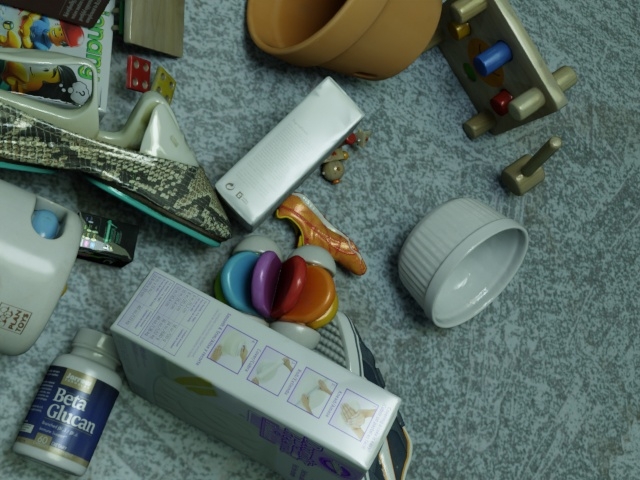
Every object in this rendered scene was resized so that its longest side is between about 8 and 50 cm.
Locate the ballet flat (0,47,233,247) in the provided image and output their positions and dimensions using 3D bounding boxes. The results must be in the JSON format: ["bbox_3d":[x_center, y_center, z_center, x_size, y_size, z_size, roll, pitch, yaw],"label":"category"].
[{"bbox_3d":[-0.304,-0.138,1.071,0.483,0.164,0.182,19,96,-26],"label":"ballet flat"}]

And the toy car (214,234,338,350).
[{"bbox_3d":[-0.064,0.068,1.173,0.182,0.136,0.159,11,71,5],"label":"toy car"}]

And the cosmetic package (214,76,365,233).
[{"bbox_3d":[-0.047,-0.122,1.215,0.231,0.117,0.085,-44,91,-8],"label":"cosmetic package"}]

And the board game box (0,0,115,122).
[{"bbox_3d":[-0.388,-0.328,1.159,0.193,0.053,0.305,8,74,-28],"label":"board game box"}]

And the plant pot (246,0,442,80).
[{"bbox_3d":[0.053,-0.385,1.306,0.203,0.291,0.291,22,67,-40],"label":"plant pot"}]

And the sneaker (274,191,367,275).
[{"bbox_3d":[0.000,0.000,1.299,0.175,0.064,0.067,41,81,-8],"label":"sneaker"}]

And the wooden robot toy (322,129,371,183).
[{"bbox_3d":[0.016,-0.128,1.327,0.173,0.076,0.079,-15,96,-31],"label":"wooden robot toy"}]

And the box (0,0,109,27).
[{"bbox_3d":[-0.343,-0.420,1.076,0.167,0.168,0.203,10,73,-28],"label":"box"}]

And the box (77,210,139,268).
[{"bbox_3d":[-0.296,0.000,1.122,0.083,0.062,0.052,15,72,-25],"label":"box"}]

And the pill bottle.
[{"bbox_3d":[-0.308,0.201,1.047,0.094,0.094,0.169,28,66,-20],"label":"pill bottle"}]

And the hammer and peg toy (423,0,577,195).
[{"bbox_3d":[0.323,-0.266,1.419,0.127,0.266,0.361,-33,94,-12],"label":"hammer and peg toy"}]

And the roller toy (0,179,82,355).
[{"bbox_3d":[-0.375,0.036,0.993,0.146,0.191,0.209,25,66,-23],"label":"roller toy"}]

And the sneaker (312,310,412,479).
[{"bbox_3d":[0.050,0.263,1.215,0.127,0.126,0.321,12,64,-40],"label":"sneaker"}]

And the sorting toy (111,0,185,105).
[{"bbox_3d":[-0.252,-0.332,1.204,0.132,0.046,0.274,-6,100,-66],"label":"sorting toy"}]

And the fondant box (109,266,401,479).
[{"bbox_3d":[-0.083,0.190,1.023,0.330,0.238,0.096,26,63,8],"label":"fondant box"}]

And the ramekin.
[{"bbox_3d":[0.220,0.028,1.326,0.207,0.207,0.109,-21,51,-31],"label":"ramekin"}]
